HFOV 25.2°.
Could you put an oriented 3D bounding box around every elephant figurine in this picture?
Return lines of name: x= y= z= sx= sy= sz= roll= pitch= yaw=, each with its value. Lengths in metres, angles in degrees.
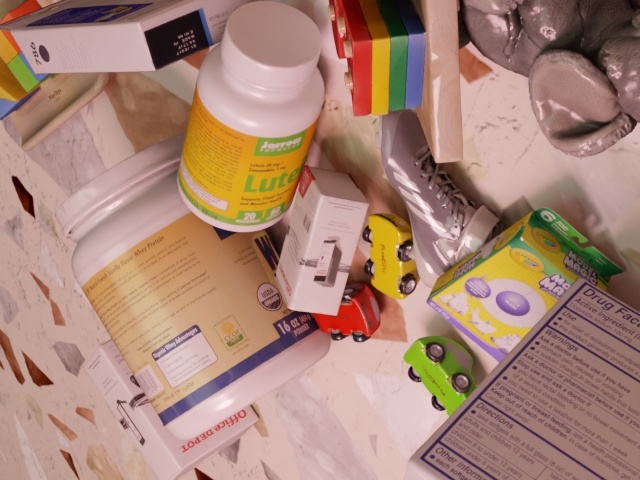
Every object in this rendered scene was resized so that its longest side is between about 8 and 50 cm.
elephant figurine: x=0.227 y=-0.149 z=1.134 sx=0.239 sy=0.169 sz=0.186 roll=47 pitch=-171 yaw=7

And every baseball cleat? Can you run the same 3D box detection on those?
baseball cleat: x=0.125 y=-0.046 z=1.438 sx=0.109 sy=0.072 sz=0.206 roll=0 pitch=119 yaw=38

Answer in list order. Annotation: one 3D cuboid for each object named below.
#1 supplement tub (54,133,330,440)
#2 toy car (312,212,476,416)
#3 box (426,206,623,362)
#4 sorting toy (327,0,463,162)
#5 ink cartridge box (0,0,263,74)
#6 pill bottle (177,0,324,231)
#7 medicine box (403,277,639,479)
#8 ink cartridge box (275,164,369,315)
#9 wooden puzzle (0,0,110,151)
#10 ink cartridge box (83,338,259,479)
supplement tub: x=-0.156 y=0.054 z=1.721 sx=0.316 sy=0.228 sz=0.228 roll=58 pitch=146 yaw=3
toy car: x=0.101 y=0.096 z=1.573 sx=0.225 sy=0.053 sz=0.239 roll=52 pitch=146 yaw=13
box: x=0.195 y=0.043 z=1.374 sx=0.105 sy=0.043 sz=0.179 roll=39 pitch=137 yaw=-10
sorting toy: x=0.052 y=-0.231 z=1.236 sx=0.257 sy=0.089 sz=0.255 roll=-102 pitch=5 yaw=-59
ink cartridge box: x=-0.225 y=-0.247 z=1.647 sx=0.332 sy=0.165 sz=0.065 roll=10 pitch=123 yaw=50
pill bottle: x=-0.072 y=-0.135 z=1.553 sx=0.136 sy=0.136 sz=0.246 roll=46 pitch=144 yaw=21
medicine box: x=0.247 y=0.215 z=1.220 sx=0.263 sy=0.289 sz=0.149 roll=32 pitch=139 yaw=21
ink cartridge box: x=0.000 y=0.000 z=1.556 sx=0.099 sy=0.056 sz=0.135 roll=-118 pitch=41 yaw=-65
wooden puzzle: x=-0.456 y=-0.302 z=1.961 sx=0.348 sy=0.080 sz=0.322 roll=58 pitch=148 yaw=-6
ink cartridge box: x=-0.204 y=0.210 z=1.973 sx=0.203 sy=0.148 sz=0.086 roll=54 pitch=144 yaw=8
